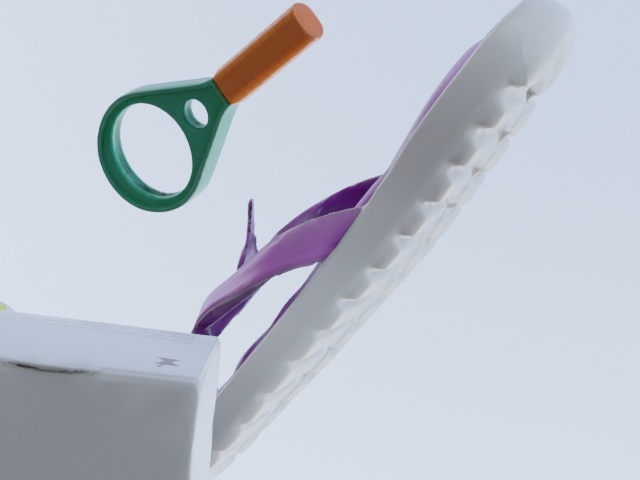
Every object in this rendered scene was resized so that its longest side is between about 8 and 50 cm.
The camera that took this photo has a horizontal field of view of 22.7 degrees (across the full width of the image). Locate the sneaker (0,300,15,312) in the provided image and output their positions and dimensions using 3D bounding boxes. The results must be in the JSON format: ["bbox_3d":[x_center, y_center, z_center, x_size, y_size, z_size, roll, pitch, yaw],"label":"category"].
[{"bbox_3d":[-0.335,0.164,1.462,0.091,0.126,0.240,15,-47,-3],"label":"sneaker"}]

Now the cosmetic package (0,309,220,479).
[{"bbox_3d":[-0.109,0.149,0.641,0.117,0.085,0.231,7,-80,1],"label":"cosmetic package"}]

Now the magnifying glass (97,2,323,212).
[{"bbox_3d":[-0.080,-0.095,1.122,0.231,0.026,0.092,-35,-90,38],"label":"magnifying glass"}]

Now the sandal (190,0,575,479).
[{"bbox_3d":[0.003,0.000,1.023,0.102,0.169,0.416,42,-80,9],"label":"sandal"}]
